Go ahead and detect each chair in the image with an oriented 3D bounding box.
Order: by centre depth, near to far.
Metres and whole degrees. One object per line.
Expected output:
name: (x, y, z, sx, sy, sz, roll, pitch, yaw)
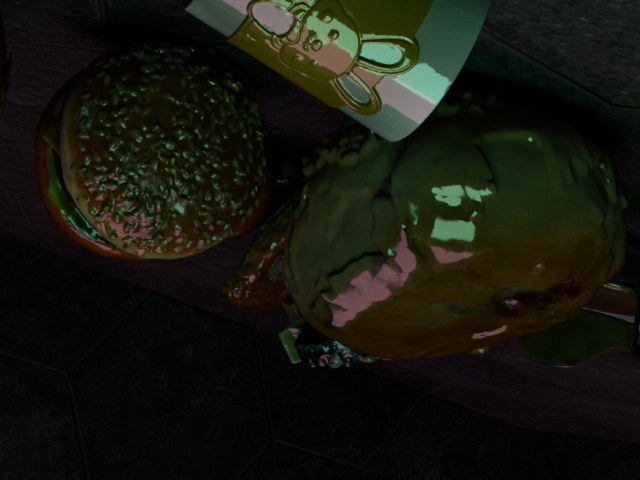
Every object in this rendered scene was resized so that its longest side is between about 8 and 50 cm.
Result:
chair: (0.348, 0.060, 1.760, 0.159, 0.246, 0.172, 9, 168, 31)

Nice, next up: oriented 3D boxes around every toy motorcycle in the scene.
toy motorcycle: (0.119, 0.055, 1.869, 0.237, 0.410, 0.168, -1, 115, 64)

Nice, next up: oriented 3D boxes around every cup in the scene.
cup: (0.028, -0.225, 1.127, 0.226, 0.185, 0.241, 25, 132, -15)

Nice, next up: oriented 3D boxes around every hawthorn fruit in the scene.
hawthorn fruit: (-0.139, -0.081, 1.923, 0.202, 0.185, 0.185, 1, 168, -2)

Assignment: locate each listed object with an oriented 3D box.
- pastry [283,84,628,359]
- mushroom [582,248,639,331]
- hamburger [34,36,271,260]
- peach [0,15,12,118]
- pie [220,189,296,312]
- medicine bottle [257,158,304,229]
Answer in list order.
pastry: (0.147, -0.021, 1.562, 0.410, 0.245, 0.409, -8, 155, -4)
mushroom: (0.418, 0.077, 1.946, 0.329, 0.159, 0.122, 18, -149, 3)
hamburger: (-0.199, -0.104, 1.651, 0.291, 0.290, 0.225, 22, 165, -28)
peach: (-0.528, -0.192, 1.581, 0.370, 0.370, 0.370, 15, 168, 3)
pie: (0.001, 0.001, 1.978, 0.085, 0.308, 0.308, 56, -171, 28)
medicine bottle: (-0.015, -0.034, 2.106, 0.114, 0.114, 0.252, 8, 165, 33)
